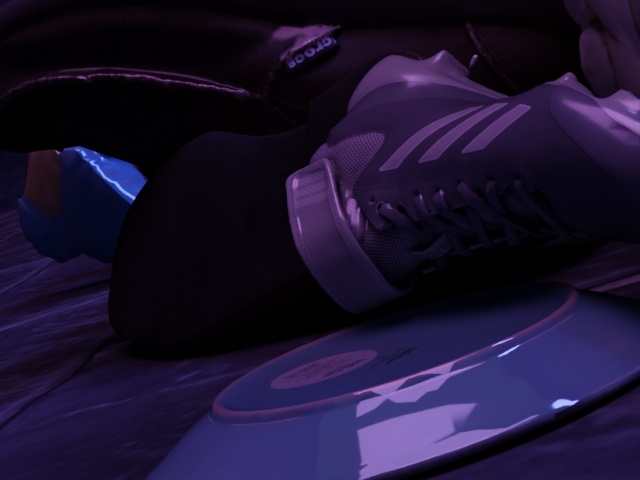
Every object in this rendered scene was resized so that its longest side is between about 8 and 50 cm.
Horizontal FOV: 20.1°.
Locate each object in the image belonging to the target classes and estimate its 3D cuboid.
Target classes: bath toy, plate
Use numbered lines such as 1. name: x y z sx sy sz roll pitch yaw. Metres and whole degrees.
1. bath toy: -0.078 -0.072 1.479 0.348 0.151 0.129 -21 -23 -44
2. plate: 0.027 0.045 0.602 0.188 0.024 0.188 -18 7 2

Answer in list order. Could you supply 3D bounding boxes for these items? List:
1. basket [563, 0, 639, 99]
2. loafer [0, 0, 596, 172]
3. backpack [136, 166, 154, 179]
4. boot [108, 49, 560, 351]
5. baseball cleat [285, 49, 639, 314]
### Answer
1. basket: 0.233 -0.197 0.772 0.266 0.328 0.331 -20 6 22
2. loafer: -0.028 -0.069 0.969 0.365 0.130 0.134 -2 -12 14
3. backpack: -0.004 -0.071 1.127 0.188 0.144 0.166 -31 4 12
4. boot: 0.000 0.000 0.883 0.115 0.112 0.305 15 -21 -34
5. baseball cleat: 0.057 -0.010 0.643 0.109 0.072 0.206 -50 25 -7
